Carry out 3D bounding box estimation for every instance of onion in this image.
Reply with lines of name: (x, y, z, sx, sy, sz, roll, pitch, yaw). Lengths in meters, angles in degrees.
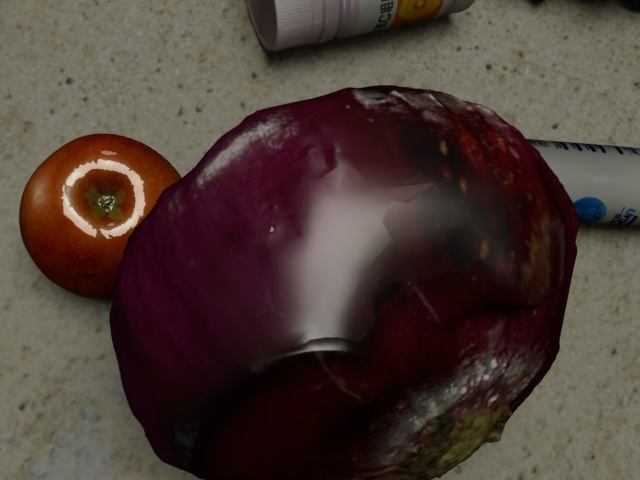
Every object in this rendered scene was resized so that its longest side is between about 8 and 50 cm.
onion: (0.000, 0.000, 0.744, 0.398, 0.398, 0.420, -15, 53, -14)

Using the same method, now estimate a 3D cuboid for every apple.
apple: (-0.206, -0.023, 0.806, 0.163, 0.139, 0.163, 3, 69, -9)

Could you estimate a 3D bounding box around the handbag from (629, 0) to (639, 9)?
handbag: (0.363, -0.456, 1.037, 0.303, 0.122, 0.329, 5, 84, -8)

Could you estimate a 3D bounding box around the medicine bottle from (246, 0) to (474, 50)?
medicine bottle: (0.046, -0.302, 0.948, 0.249, 0.133, 0.133, -15, 75, -16)

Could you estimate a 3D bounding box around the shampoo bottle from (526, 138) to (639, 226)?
shampoo bottle: (0.312, -0.062, 0.936, 0.303, 0.092, 0.092, 4, 71, -9)
